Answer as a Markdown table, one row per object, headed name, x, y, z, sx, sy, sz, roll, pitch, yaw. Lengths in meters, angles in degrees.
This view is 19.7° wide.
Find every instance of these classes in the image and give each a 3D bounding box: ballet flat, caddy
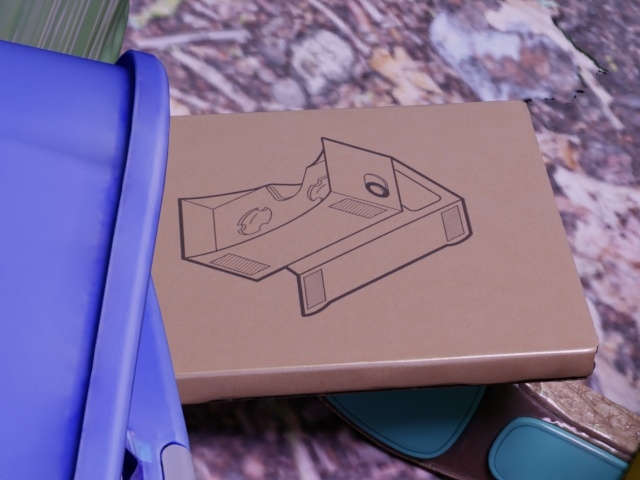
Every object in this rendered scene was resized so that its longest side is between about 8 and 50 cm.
| name | x | y | z | sx | sy | sz | roll | pitch | yaw |
| --- | --- | --- | --- | --- | --- | --- | --- | --- | --- |
| ballet flat | 0.070 | 0.071 | 0.806 | 0.206 | 0.073 | 0.067 | 35 | 19 | -4 |
| caddy | -0.123 | 0.086 | 0.554 | 0.179 | 0.241 | 0.341 | 15 | 50 | -13 |

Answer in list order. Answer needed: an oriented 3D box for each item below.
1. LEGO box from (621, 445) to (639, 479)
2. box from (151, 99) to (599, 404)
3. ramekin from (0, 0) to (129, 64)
| name | x | y | z | sx | sy | sz | roll | pitch | yaw |
| --- | --- | --- | --- | --- | --- | --- | --- | --- | --- |
| LEGO box | 0.341 | 0.109 | 0.731 | 0.372 | 0.193 | 0.500 | 36 | 45 | 5 |
| box | 0.000 | 0.000 | 0.766 | 0.201 | 0.021 | 0.164 | -3 | 42 | -4 |
| ramekin | -0.202 | -0.177 | 0.773 | 0.303 | 0.148 | 0.303 | 16 | 49 | -19 |
